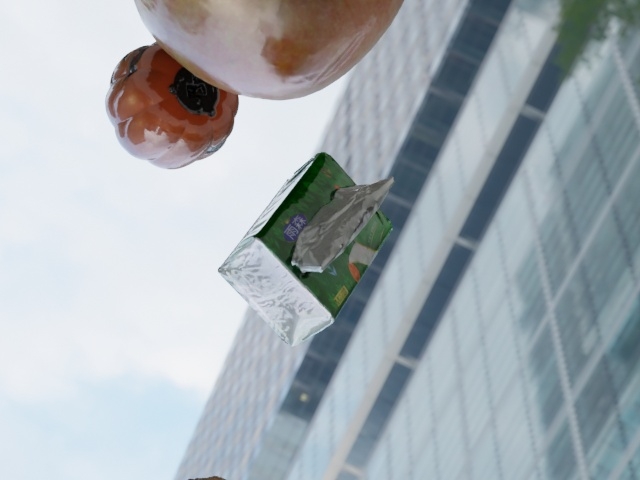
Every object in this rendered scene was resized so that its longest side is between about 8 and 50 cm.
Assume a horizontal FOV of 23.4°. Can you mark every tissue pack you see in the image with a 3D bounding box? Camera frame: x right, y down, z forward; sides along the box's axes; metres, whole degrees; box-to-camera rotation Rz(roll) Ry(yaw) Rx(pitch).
[{"bbox_3d":[0.000,-0.002,1.969,0.148,0.156,0.209,45,-136,-9],"label":"tissue pack"}]

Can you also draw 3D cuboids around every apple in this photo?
[{"bbox_3d":[-0.063,-0.388,2.010,0.391,0.391,0.346,28,173,8],"label":"apple"}]

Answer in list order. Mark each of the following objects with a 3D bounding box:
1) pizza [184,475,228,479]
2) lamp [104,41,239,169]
[{"bbox_3d":[-0.176,0.321,1.699,0.246,0.058,0.127,-20,-87,-39],"label":"pizza"},{"bbox_3d":[-0.215,-0.192,2.197,0.187,0.164,0.188,13,-112,-33],"label":"lamp"}]
